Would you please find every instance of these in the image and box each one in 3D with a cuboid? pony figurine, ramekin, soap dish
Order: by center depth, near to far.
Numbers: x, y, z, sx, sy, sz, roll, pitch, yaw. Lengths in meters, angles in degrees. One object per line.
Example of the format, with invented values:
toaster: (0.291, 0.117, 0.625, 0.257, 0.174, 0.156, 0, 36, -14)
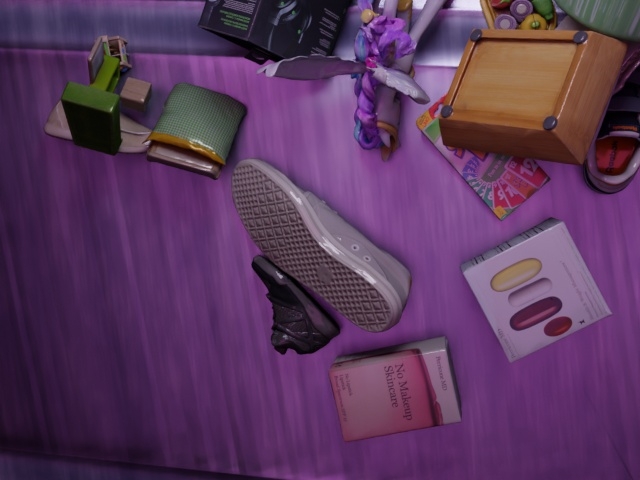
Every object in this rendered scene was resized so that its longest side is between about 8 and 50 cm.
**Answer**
ramekin: (0.544, -0.466, 1.444, 0.303, 0.303, 0.148, 17, 134, 7)
soap dish: (0.359, -0.263, 1.481, 0.291, 0.118, 0.229, 15, 79, 44)
pony figurine: (0.105, -0.337, 1.508, 0.303, 0.351, 0.363, 18, 95, 30)

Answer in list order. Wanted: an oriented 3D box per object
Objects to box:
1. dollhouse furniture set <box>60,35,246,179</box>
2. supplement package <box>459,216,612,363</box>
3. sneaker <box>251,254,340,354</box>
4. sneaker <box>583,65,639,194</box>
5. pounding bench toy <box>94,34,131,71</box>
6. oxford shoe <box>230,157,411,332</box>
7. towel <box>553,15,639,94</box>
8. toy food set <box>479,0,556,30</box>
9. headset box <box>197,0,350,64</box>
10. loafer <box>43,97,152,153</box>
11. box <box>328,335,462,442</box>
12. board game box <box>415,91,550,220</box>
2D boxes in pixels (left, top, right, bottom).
dollhouse furniture set: (-0.303, -0.259, 1.599, 0.301, 0.151, 0.197, 15, 61, -1)
supplement package: (0.396, 0.090, 1.579, 0.203, 0.149, 0.194, -29, 90, 8)
sneaker: (-0.080, 0.140, 1.685, 0.130, 0.087, 0.227, -42, 93, 3)
sneaker: (0.552, -0.245, 1.545, 0.126, 0.127, 0.321, 2, 93, 10)
pounding bench toy: (-0.423, -0.374, 1.699, 0.052, 0.083, 0.065, -8, 92, 9)
oxford shoe: (0.000, 0.000, 1.651, 0.449, 0.130, 0.169, 41, 132, 16)
towel: (0.451, -0.303, 1.540, 0.282, 0.049, 0.187, -45, 45, 14)
toy food set: (0.365, -0.462, 1.582, 0.128, 0.071, 0.218, -22, 90, 9)
headset box: (-0.065, -0.459, 1.547, 0.131, 0.246, 0.283, 24, 99, 33)
loafer: (-0.432, -0.233, 1.703, 0.268, 0.102, 0.092, 11, 102, 8)
box: (0.148, 0.289, 1.643, 0.232, 0.127, 0.148, -13, 92, 9)
board game box: (0.311, -0.175, 1.632, 0.124, 0.039, 0.259, -42, 85, 8)
